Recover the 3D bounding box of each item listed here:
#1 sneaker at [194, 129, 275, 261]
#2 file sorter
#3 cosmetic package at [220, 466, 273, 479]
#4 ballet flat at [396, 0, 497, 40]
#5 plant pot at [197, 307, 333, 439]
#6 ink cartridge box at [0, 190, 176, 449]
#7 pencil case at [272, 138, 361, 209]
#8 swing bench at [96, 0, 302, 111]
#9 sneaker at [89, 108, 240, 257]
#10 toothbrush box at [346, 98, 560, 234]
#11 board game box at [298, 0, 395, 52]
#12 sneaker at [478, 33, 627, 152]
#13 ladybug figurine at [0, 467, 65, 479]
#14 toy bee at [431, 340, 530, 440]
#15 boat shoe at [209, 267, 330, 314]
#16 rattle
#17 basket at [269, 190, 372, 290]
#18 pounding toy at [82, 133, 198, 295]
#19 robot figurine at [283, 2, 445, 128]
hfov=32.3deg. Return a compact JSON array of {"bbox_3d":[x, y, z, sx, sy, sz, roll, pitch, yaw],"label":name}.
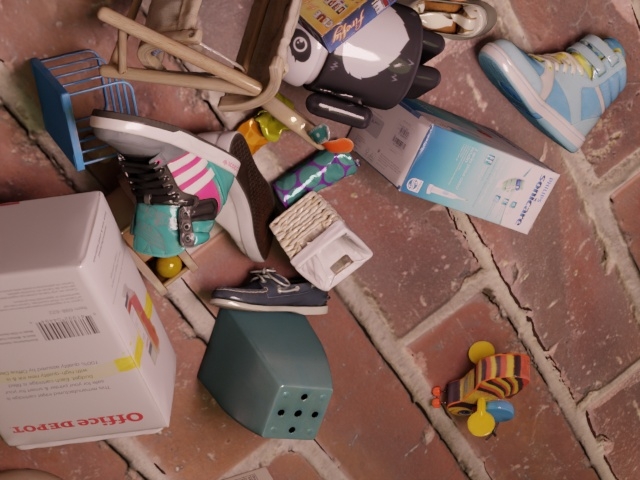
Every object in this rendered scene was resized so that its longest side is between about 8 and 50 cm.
[{"bbox_3d":[-0.157,-0.076,1.834,0.123,0.106,0.290,4,140,20],"label":"sneaker"},{"bbox_3d":[-0.341,-0.197,1.615,0.104,0.170,0.118,-18,123,-22],"label":"file sorter"},{"bbox_3d":[-0.211,0.561,2.097,0.296,0.153,0.129,-14,123,-18],"label":"cosmetic package"},{"bbox_3d":[0.220,-0.370,1.863,0.213,0.068,0.072,1,114,-27],"label":"ballet flat"},{"bbox_3d":[-0.082,0.237,1.935,0.165,0.234,0.166,9,111,-30],"label":"plant pot"},{"bbox_3d":[-0.406,0.129,1.666,0.279,0.160,0.385,-8,134,9],"label":"ink cartridge box"},{"bbox_3d":[-0.008,-0.107,1.893,0.151,0.064,0.070,-33,115,-7],"label":"pencil case"},{"bbox_3d":[-0.146,-0.331,1.517,0.254,0.165,0.253,16,66,-3],"label":"swing bench"},{"bbox_3d":[-0.235,-0.070,1.564,0.295,0.123,0.178,22,82,-57],"label":"sneaker"},{"bbox_3d":[0.225,-0.140,1.898,0.295,0.216,0.126,18,107,-32],"label":"toothbrush box"},{"bbox_3d":[0.004,-0.401,1.632,0.165,0.243,0.042,-38,146,-3],"label":"board game box"},{"bbox_3d":[0.424,-0.313,1.965,0.208,0.127,0.319,-49,136,7],"label":"sneaker"},{"bbox_3d":[-0.598,0.553,1.890,0.449,0.162,0.305,-39,125,-4],"label":"ladybug figurine"},{"bbox_3d":[0.311,0.319,2.225,0.162,0.195,0.298,7,126,-3],"label":"toy bee"},{"bbox_3d":[-0.083,0.087,1.934,0.254,0.095,0.079,5,91,-37],"label":"boat shoe"},{"bbox_3d":[-0.058,-0.152,1.756,0.143,0.199,0.130,-43,149,-6],"label":"rattle"},{"bbox_3d":[0.000,0.000,1.890,0.113,0.103,0.167,-38,156,5],"label":"basket"},{"bbox_3d":[-0.268,-0.048,1.738,0.155,0.154,0.269,-37,127,-4],"label":"pounding toy"},{"bbox_3d":[0.054,-0.303,1.734,0.278,0.209,0.173,12,130,-18],"label":"robot figurine"}]
